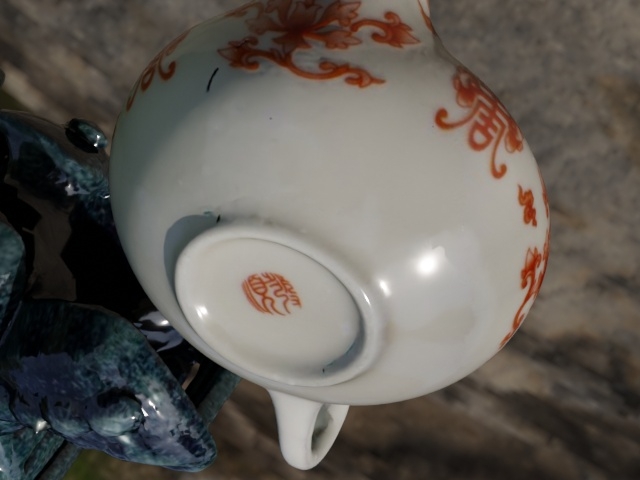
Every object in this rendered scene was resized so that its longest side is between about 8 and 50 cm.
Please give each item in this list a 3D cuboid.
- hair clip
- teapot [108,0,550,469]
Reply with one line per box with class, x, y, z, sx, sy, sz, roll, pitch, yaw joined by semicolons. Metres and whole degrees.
hair clip;-0.162;0.037;0.916;0.206;0.194;0.310;43;141;-15
teapot;0.000;0.000;0.652;0.159;0.116;0.245;10;138;0
